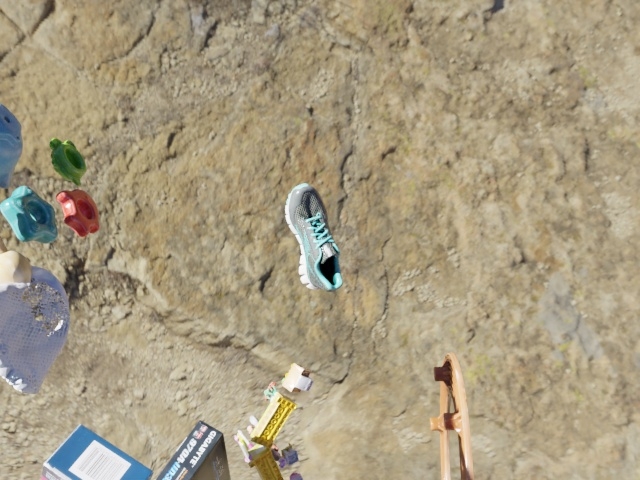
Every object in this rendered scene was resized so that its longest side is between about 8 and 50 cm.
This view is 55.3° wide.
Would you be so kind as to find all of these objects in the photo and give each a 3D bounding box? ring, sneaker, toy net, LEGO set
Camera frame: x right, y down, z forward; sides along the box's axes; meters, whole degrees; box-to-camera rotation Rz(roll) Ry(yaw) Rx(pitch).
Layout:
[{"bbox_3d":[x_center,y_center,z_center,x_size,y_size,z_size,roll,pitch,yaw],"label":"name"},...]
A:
[{"bbox_3d":[0.178,0.327,0.854,0.032,0.336,0.336,-1,68,5],"label":"ring"},{"bbox_3d":[0.000,0.000,0.869,0.065,0.076,0.166,-23,113,-22],"label":"sneaker"},{"bbox_3d":[-0.202,0.003,0.408,0.045,0.122,0.232,-27,58,12],"label":"toy net"},{"bbox_3d":[-0.096,0.356,1.153,0.132,0.107,0.287,-6,107,-29],"label":"LEGO set"}]

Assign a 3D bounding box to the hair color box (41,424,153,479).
[{"bbox_3d":[-0.463,0.533,1.220,0.174,0.347,0.105,31,40,5],"label":"hair color box"}]

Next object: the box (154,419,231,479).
[{"bbox_3d":[-0.221,0.423,1.005,0.051,0.220,0.175,24,50,17],"label":"box"}]
